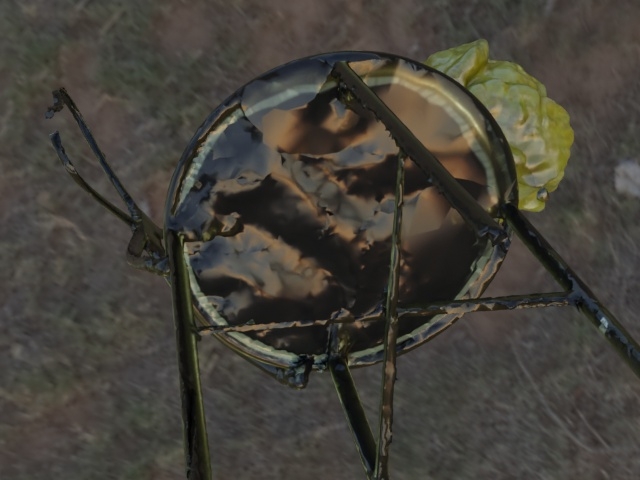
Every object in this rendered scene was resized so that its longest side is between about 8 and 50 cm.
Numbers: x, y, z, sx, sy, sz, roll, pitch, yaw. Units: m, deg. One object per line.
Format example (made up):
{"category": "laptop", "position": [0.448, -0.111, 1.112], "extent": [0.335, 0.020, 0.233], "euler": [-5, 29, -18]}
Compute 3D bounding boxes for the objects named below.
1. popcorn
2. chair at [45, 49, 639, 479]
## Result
{"category": "popcorn", "position": [0.120, -0.073, 1.336], "extent": [0.195, 0.168, 0.173], "euler": [-47, 38, 10]}
{"category": "chair", "position": [0.000, 0.000, 0.614], "extent": [0.170, 0.160, 0.326], "euler": [-44, 30, 11]}
